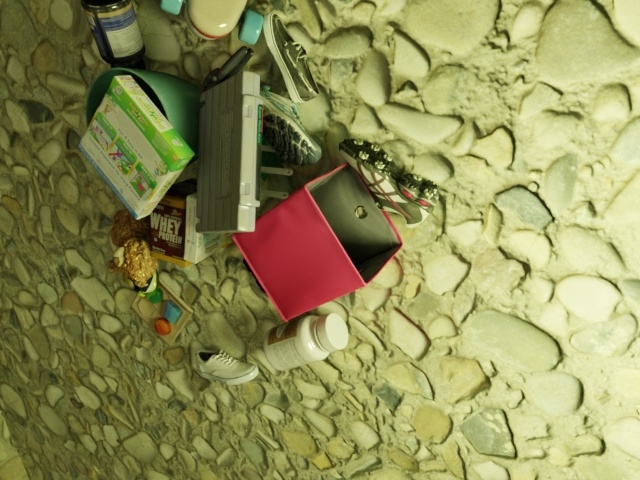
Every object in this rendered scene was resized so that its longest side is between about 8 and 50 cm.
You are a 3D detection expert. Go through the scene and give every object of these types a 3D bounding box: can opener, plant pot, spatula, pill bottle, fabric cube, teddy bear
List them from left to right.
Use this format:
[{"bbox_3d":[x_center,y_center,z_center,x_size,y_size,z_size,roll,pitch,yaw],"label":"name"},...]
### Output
[{"bbox_3d":[-0.546,-0.552,1.319,0.122,0.123,0.219,26,146,18],"label":"pill bottle"},{"bbox_3d":[-0.595,-0.014,1.514,0.245,0.113,0.338,-34,52,30],"label":"teddy bear"},{"bbox_3d":[-0.431,-0.315,1.315,0.292,0.235,0.293,10,114,24],"label":"plant pot"},{"bbox_3d":[-0.246,-0.437,1.273,0.186,0.059,0.073,-32,91,34],"label":"can opener"},{"bbox_3d":[-0.168,-0.178,1.241,0.241,0.019,0.168,11,77,22],"label":"spatula"},{"bbox_3d":[-0.041,0.285,1.396,0.229,0.131,0.131,-24,96,33],"label":"pill bottle"},{"bbox_3d":[0.000,0.000,1.191,0.258,0.259,0.254,-31,93,36],"label":"fabric cube"}]

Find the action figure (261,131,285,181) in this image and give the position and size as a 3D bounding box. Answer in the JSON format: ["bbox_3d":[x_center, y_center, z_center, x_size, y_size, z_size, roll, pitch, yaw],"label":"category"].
[{"bbox_3d":[-0.182,-0.286,1.294,0.232,0.063,0.137,49,125,-1],"label":"action figure"}]

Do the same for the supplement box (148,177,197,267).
[{"bbox_3d":[-0.379,-0.057,1.412,0.129,0.191,0.194,15,115,23],"label":"supplement box"}]

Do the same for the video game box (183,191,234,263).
[{"bbox_3d":[-0.294,-0.057,1.358,0.048,0.205,0.187,22,118,18],"label":"video game box"}]

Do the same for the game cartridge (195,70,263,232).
[{"bbox_3d":[-0.218,-0.194,1.154,0.230,0.068,0.355,0,88,47],"label":"game cartridge"}]

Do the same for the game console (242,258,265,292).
[{"bbox_3d":[-0.162,0.083,1.456,0.122,0.071,0.107,57,154,-1],"label":"game console"}]

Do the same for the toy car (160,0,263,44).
[{"bbox_3d":[-0.260,-0.572,1.172,0.238,0.219,0.210,15,92,67],"label":"toy car"}]

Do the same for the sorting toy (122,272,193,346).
[{"bbox_3d":[-0.601,0.212,1.726,0.307,0.041,0.229,42,123,8],"label":"sorting toy"}]

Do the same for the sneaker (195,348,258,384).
[{"bbox_3d":[-0.322,0.412,1.619,0.258,0.094,0.091,-4,111,30],"label":"sneaker"}]

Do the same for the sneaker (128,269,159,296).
[{"bbox_3d":[-0.608,0.069,1.624,0.084,0.097,0.235,-26,83,25],"label":"sneaker"}]

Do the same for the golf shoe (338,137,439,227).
[{"bbox_3d":[0.143,-0.136,1.155,0.272,0.105,0.120,38,129,12],"label":"golf shoe"}]

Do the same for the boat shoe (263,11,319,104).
[{"bbox_3d":[-0.064,-0.440,1.168,0.070,0.078,0.219,-14,109,32],"label":"boat shoe"}]

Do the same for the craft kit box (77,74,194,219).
[{"bbox_3d":[-0.457,-0.221,1.194,0.250,0.061,0.246,51,126,2],"label":"craft kit box"}]

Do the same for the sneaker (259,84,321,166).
[{"bbox_3d":[-0.087,-0.296,1.190,0.283,0.122,0.110,43,146,18],"label":"sneaker"}]
